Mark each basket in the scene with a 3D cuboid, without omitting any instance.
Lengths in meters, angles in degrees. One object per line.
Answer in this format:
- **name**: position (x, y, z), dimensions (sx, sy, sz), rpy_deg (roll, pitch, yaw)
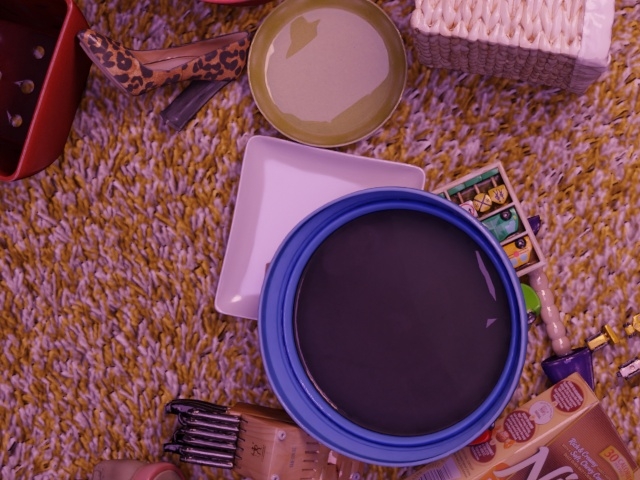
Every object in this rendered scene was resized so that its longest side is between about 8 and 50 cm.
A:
- **basket**: position (0.275, -0.392, 1.697), dimensions (0.266, 0.331, 0.328), rpy_deg (7, 91, 6)

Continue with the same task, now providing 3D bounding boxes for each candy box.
- **candy box**: position (0.291, 0.353, 1.789), dimensions (0.316, 0.087, 0.183), rpy_deg (-33, 119, 5)

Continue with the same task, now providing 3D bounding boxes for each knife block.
- **knife block**: position (-0.096, 0.297, 1.866), dimensions (0.275, 0.242, 0.088), rpy_deg (8, 93, -41)

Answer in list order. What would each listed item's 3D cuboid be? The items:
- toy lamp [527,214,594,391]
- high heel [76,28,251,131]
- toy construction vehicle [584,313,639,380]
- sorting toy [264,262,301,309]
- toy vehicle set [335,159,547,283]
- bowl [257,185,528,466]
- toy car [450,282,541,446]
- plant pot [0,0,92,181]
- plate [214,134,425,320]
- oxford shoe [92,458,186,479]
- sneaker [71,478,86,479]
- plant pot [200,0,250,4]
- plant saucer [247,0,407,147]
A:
- **toy lamp**: position (0.337, 0.103, 1.822), dimensions (0.080, 0.080, 0.275), rpy_deg (-21, 89, 4)
- **high heel**: position (-0.222, -0.287, 1.791), dimensions (0.186, 0.261, 0.093), rpy_deg (-46, 52, 7)
- **toy construction vehicle**: position (0.457, 0.160, 1.840), dimensions (0.098, 0.035, 0.086), rpy_deg (-31, 77, 1)
- **sorting toy**: position (-0.055, 0.077, 1.839), dimensions (0.062, 0.012, 0.083), rpy_deg (5, 88, 0)
- **toy vehicle set**: position (0.175, 0.014, 1.794), dimensions (0.266, 0.035, 0.166), rpy_deg (-26, 86, 9)
- **bowl**: position (0.103, 0.120, 1.738), dimensions (0.391, 0.077, 0.391), rpy_deg (1, 92, 20)
- **toy car**: position (0.238, 0.157, 1.800), dimensions (0.225, 0.053, 0.239), rpy_deg (-43, 57, 9)
- **plant pot**: position (-0.475, -0.241, 1.793), dimensions (0.267, 0.236, 0.267), rpy_deg (19, 92, 10)
- **plate**: position (0.000, 0.000, 1.863), dimensions (0.277, 0.045, 0.278), rpy_deg (11, 92, 5)
- **oxford shoe**: position (-0.279, 0.519, 1.869), dimensions (0.146, 0.140, 0.397), rpy_deg (6, 96, 34)
- **sneaker**: position (-0.456, 0.444, 1.883), dimensions (0.236, 0.095, 0.105), rpy_deg (-13, 97, 3)
- **plant pot**: position (-0.118, -0.455, 1.767), dimensions (0.274, 0.243, 0.275), rpy_deg (0, 91, 4)
- **plant saucer**: position (0.011, -0.258, 1.857), dimensions (0.240, 0.037, 0.241), rpy_deg (0, 88, 2)
